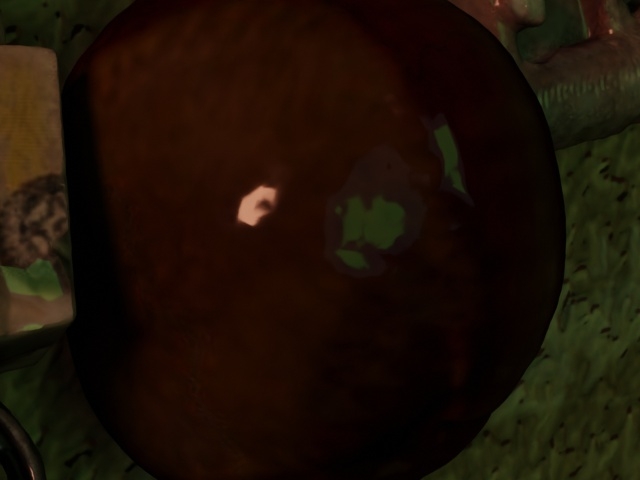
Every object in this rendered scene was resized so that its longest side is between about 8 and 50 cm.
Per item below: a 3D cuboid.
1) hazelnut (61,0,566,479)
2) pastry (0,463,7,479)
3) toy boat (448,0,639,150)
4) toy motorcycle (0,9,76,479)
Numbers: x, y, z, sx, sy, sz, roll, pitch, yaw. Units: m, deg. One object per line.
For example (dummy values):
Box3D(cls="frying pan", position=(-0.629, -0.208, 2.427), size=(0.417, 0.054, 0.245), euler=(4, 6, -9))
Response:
Box3D(cls="hazelnut", position=(0.000, 0.000, 0.745), size=(0.229, 0.229, 0.229), euler=(1, 89, -32))
Box3D(cls="pastry", position=(-0.159, 0.154, 0.697), size=(0.166, 0.088, 0.165), euler=(1, 87, -29))
Box3D(cls="toy boat", position=(0.138, -0.128, 0.891), size=(0.227, 0.085, 0.155), euler=(-21, 99, -31))
Box3D(cls="toy motorcycle", position=(-0.195, -0.026, 0.641), size=(0.223, 0.108, 0.340), euler=(4, 69, -23))
